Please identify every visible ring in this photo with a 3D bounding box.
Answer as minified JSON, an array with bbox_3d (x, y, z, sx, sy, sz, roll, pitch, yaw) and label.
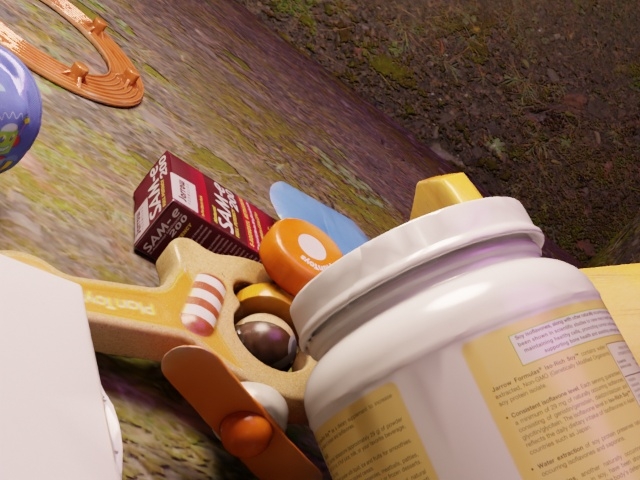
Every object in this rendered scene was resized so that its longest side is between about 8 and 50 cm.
[{"bbox_3d":[-0.379,-0.305,1.190,0.336,0.032,0.336,37,18,-14],"label":"ring"}]

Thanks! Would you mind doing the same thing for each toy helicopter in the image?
[{"bbox_3d":[-0.114,0.086,0.708,0.355,0.140,0.235,14,40,-37],"label":"toy helicopter"}]

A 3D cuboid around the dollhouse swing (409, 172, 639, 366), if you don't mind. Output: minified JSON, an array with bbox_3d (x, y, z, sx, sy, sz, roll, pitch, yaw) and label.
[{"bbox_3d":[0.275,0.102,0.934,0.315,0.347,0.305,-6,50,-8],"label":"dollhouse swing"}]

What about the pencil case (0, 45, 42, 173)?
[{"bbox_3d":[-0.339,-0.100,0.617,0.133,0.119,0.306,34,15,12],"label":"pencil case"}]

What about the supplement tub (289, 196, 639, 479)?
[{"bbox_3d":[0.132,0.161,0.634,0.241,0.241,0.331,11,51,-59],"label":"supplement tub"}]

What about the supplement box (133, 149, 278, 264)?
[{"bbox_3d":[-0.091,0.011,0.970,0.239,0.073,0.130,32,18,-27],"label":"supplement box"}]

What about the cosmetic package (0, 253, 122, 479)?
[{"bbox_3d":[-0.269,0.067,0.303,0.385,0.156,0.217,30,20,-37],"label":"cosmetic package"}]

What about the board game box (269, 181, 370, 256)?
[{"bbox_3d":[0.000,0.000,1.025,0.169,0.033,0.133,28,25,-29],"label":"board game box"}]
